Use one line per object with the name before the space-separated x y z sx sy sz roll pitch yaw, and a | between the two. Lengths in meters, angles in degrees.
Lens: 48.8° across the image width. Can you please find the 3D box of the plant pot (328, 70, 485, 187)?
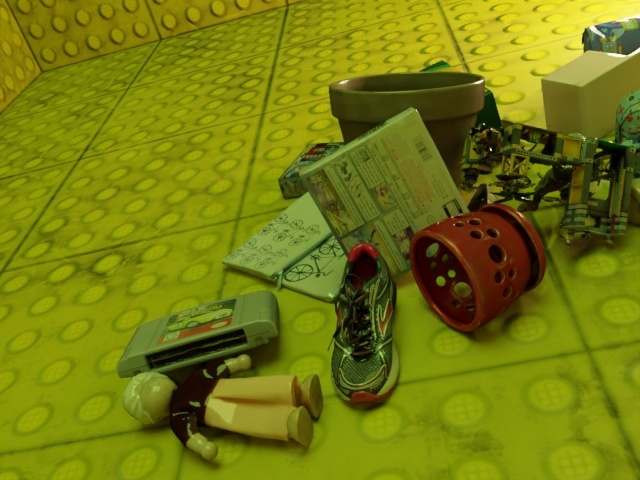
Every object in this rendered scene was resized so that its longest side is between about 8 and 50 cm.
plant pot | 0.185 -0.202 1.503 0.323 0.280 0.323 -4 20 1

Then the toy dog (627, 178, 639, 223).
toy dog | 0.682 -0.088 1.227 0.220 0.161 0.334 -38 37 -29

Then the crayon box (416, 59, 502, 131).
crayon box | 0.242 -0.316 1.804 0.313 0.106 0.363 -25 27 2

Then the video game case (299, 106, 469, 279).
video game case | 0.130 -0.073 1.336 0.244 0.269 0.061 -29 16 4

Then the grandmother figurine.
grandmother figurine | -0.172 0.264 1.174 0.342 0.104 0.208 -2 26 20

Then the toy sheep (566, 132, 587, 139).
toy sheep | 0.548 -0.182 1.518 0.091 0.091 0.132 -17 45 1

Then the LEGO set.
LEGO set | 0.417 -0.089 1.331 0.331 0.192 0.255 11 -5 -21

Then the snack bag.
snack bag | 0.000 0.000 1.553 0.342 0.037 0.323 17 45 43

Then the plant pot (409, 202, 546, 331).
plant pot | 0.275 0.035 1.216 0.174 0.191 0.191 -27 33 -19

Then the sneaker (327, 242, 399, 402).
sneaker | 0.067 0.139 1.208 0.121 0.112 0.299 -8 46 12

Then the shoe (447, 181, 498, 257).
shoe | 0.307 -0.042 1.440 0.077 0.058 0.219 4 38 32

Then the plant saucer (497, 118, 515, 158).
plant saucer | 0.390 -0.236 1.723 0.199 0.036 0.198 -13 33 9

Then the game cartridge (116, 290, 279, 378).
game cartridge | -0.223 0.172 1.334 0.294 0.060 0.196 -16 10 0

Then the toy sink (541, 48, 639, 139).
toy sink | 0.648 -0.351 1.661 0.234 0.152 0.131 -31 33 -19

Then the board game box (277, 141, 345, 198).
board game box | 0.022 -0.182 1.802 0.194 0.060 0.194 2 37 28

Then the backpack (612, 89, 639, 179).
backpack | 0.670 -0.213 1.415 0.158 0.173 0.117 2 36 27

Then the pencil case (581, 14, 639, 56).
pencil case | 0.836 -0.534 1.837 0.306 0.119 0.133 -14 56 7
